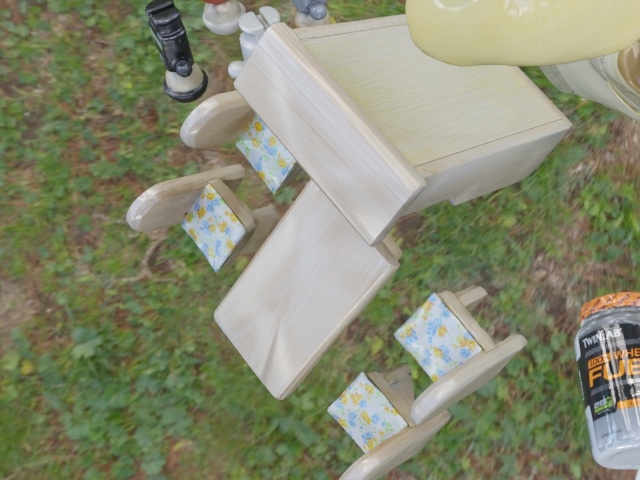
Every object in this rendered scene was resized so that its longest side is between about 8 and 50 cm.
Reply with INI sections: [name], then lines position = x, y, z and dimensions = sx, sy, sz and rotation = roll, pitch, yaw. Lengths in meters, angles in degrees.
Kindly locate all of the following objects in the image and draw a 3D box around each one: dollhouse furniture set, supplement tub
[dollhouse furniture set]
position = 0.000, 0.000, 1.002
dimensions = 0.362, 0.256, 0.394
rotation = 51, 129, 17
[supplement tub]
position = 0.365, 0.165, 1.313
dimensions = 0.117, 0.117, 0.190
rotation = -14, 60, 18

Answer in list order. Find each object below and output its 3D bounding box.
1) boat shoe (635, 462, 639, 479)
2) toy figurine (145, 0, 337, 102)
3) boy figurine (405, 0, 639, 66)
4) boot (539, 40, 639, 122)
[boat shoe]
position = 0.364, 0.125, 0.867
dimensions = 0.099, 0.116, 0.319
rotation = 24, 114, -12
[toy figurine]
position = -0.099, -0.275, 1.430
dimensions = 0.210, 0.213, 0.148
rotation = 9, 142, 18
[boy figurine]
position = 0.012, -0.153, 0.319
dimensions = 0.092, 0.285, 0.177
rotation = -5, 60, 40
[boot]
position = 0.347, -0.152, 1.138
dimensions = 0.262, 0.203, 0.095
rotation = 24, 96, -27
